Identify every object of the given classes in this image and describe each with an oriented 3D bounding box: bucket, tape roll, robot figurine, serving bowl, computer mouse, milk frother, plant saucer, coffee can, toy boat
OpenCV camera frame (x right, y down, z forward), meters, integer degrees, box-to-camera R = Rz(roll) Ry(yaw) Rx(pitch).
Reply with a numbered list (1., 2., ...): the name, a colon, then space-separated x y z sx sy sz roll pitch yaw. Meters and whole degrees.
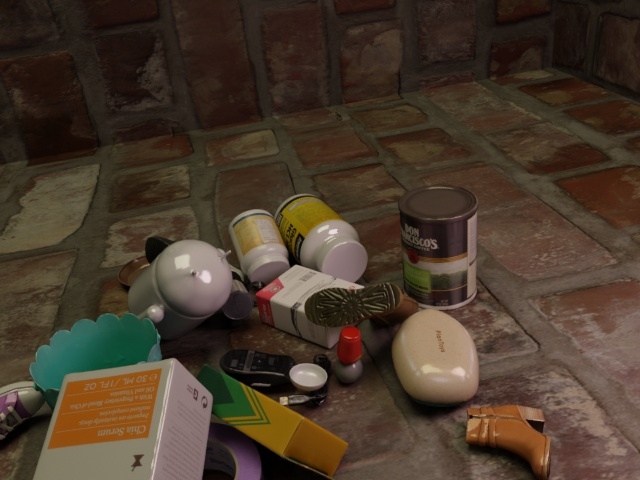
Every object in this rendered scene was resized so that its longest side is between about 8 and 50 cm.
1. bucket: -0.485 0.311 1.427 0.282 0.183 0.281 -5 29 3
2. tape roll: -0.240 0.471 1.182 0.275 0.090 0.274 -6 29 3
3. robot figurine: -0.355 0.125 1.606 0.353 0.200 0.300 -37 10 44
4. serving bowl: -0.028 0.307 1.398 0.084 0.027 0.083 5 23 -2
5. computer mouse: -0.104 0.326 1.447 0.262 0.060 0.184 4 25 -4
6. milk frother: -0.203 0.152 1.706 0.143 0.129 0.135 -21 28 -12
7. plant saucer: -0.524 0.100 1.963 0.199 0.036 0.198 -5 30 3
8. coffee can: 0.315 0.017 1.679 0.202 0.275 0.201 -6 29 3
9. toy boat: 0.190 0.267 1.425 0.319 0.148 0.267 3 35 3

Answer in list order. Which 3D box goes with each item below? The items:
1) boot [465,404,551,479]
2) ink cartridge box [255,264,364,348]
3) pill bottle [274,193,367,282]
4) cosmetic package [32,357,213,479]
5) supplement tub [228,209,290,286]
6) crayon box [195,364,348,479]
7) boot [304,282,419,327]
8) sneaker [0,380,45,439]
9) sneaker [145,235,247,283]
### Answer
1. boot: 0.358 0.389 1.220 0.153 0.072 0.197 0 18 10
2. ink cartridge box: -0.022 0.168 1.663 0.237 0.100 0.172 16 36 36
3. pill bottle: 0.000 0.000 1.870 0.188 0.187 0.334 -18 30 -18
4. cosmetic package: -0.333 0.435 1.013 0.230 0.161 0.453 -11 49 14
5. supplement tub: -0.178 0.023 1.865 0.145 0.144 0.199 -15 55 -14
6. crayon box: -0.085 0.361 1.229 0.319 0.202 0.081 18 71 36
7. boot: 0.108 0.170 1.522 0.236 0.089 0.269 -7 -13 13
8. sneaker: -0.719 0.429 1.366 0.282 0.102 0.161 -30 39 -17
9. sneaker: -0.369 0.075 1.882 0.331 0.122 0.146 28 27 18
